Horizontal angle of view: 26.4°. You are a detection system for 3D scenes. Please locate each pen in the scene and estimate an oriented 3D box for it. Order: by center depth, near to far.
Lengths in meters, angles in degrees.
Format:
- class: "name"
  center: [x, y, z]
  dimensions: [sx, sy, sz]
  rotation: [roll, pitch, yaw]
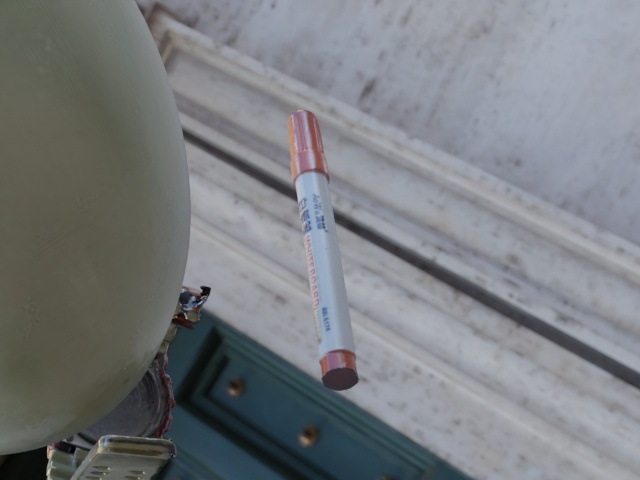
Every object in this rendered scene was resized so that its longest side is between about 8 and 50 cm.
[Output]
- class: "pen"
  center: [0.000, 0.000, 0.967]
  dimensions: [0.028, 0.239, 0.028]
  rotation: [-5, -38, -4]

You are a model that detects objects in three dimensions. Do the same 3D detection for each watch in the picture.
- class: "watch"
  center: [-0.131, 0.101, 0.939]
  dimensions: [0.268, 0.102, 0.165]
  rotation: [136, 151, -63]

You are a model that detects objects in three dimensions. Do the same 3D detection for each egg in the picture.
- class: "egg"
  center: [-0.145, -0.036, 0.490]
  dimensions: [0.186, 0.242, 0.186]
  rotation: [-29, -5, -3]
